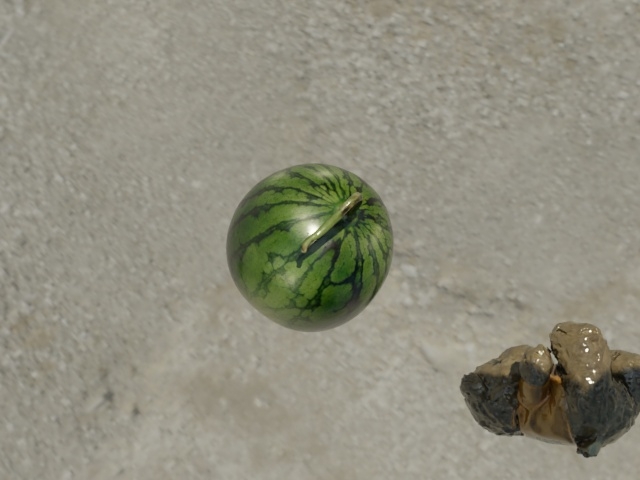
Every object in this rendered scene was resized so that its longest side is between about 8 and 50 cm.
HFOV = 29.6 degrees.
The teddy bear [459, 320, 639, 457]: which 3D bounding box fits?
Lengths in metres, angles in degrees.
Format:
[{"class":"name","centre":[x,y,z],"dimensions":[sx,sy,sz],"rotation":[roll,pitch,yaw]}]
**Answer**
[{"class":"teddy bear","centre":[0.256,0.173,1.363],"dimensions":[0.177,0.190,0.140],"rotation":[30,63,-51]}]

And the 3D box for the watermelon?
[{"class":"watermelon","centre":[0.000,0.000,1.003],"dimensions":[0.141,0.187,0.140],"rotation":[10,66,-24]}]
